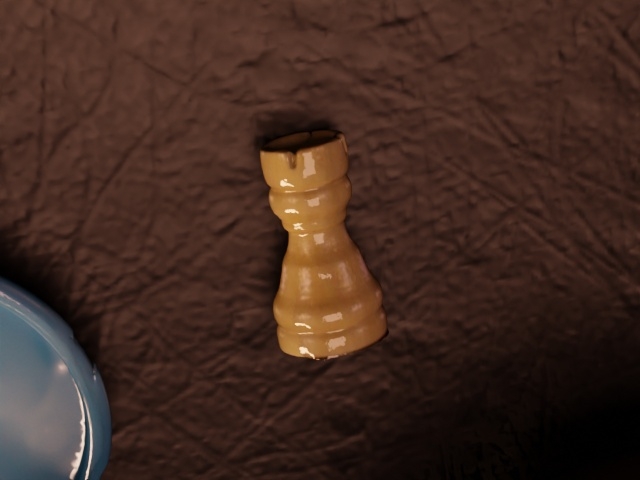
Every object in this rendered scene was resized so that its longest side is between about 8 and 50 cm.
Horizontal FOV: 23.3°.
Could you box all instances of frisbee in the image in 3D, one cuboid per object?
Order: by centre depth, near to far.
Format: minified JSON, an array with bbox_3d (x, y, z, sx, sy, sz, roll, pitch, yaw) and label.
[{"bbox_3d":[-0.242,0.107,0.892,0.242,0.045,0.242,-4,119,-7],"label":"frisbee"}]

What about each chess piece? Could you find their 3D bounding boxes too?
[{"bbox_3d":[0.000,0.000,0.885,0.066,0.066,0.122,-9,105,-5],"label":"chess piece"}]

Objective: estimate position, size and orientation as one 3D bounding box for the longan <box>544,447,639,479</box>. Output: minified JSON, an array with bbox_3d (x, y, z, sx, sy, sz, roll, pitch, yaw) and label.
[{"bbox_3d":[0.199,0.287,0.889,0.361,0.361,0.361,-3,110,-8],"label":"longan"}]
